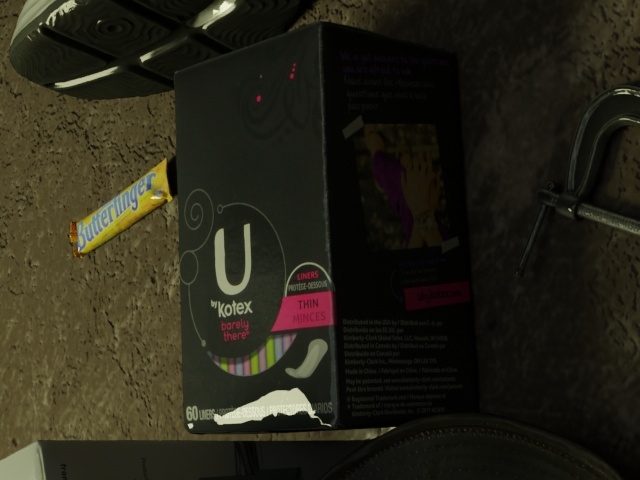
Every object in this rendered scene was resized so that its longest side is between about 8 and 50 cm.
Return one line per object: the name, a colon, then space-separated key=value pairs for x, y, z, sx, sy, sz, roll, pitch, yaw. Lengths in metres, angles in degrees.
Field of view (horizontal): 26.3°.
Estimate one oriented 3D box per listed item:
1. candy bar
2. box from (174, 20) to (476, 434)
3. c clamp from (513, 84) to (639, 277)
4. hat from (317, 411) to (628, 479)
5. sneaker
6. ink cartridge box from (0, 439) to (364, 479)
candy bar: x=-0.184 y=-0.027 z=1.269 sx=0.161 sy=0.018 sz=0.040 roll=-29 pitch=66 yaw=41
box: x=0.000 y=0.000 z=0.979 sx=0.165 sy=0.143 sz=0.270 roll=-11 pitch=78 yaw=45
c clamp: x=0.201 y=-0.028 z=0.859 sx=0.160 sy=0.022 sz=0.137 roll=15 pitch=93 yaw=48
hat: x=0.090 y=0.275 z=0.800 sx=0.331 sy=0.134 sz=0.331 roll=3 pitch=98 yaw=25
sneaker: x=-0.090 y=-0.304 z=1.116 sx=0.447 sy=0.169 sz=0.257 roll=-28 pitch=58 yaw=34
ink cartridge box: x=-0.124 y=0.227 z=0.990 sx=0.211 sy=0.289 sz=0.121 roll=-30 pitch=63 yaw=41
